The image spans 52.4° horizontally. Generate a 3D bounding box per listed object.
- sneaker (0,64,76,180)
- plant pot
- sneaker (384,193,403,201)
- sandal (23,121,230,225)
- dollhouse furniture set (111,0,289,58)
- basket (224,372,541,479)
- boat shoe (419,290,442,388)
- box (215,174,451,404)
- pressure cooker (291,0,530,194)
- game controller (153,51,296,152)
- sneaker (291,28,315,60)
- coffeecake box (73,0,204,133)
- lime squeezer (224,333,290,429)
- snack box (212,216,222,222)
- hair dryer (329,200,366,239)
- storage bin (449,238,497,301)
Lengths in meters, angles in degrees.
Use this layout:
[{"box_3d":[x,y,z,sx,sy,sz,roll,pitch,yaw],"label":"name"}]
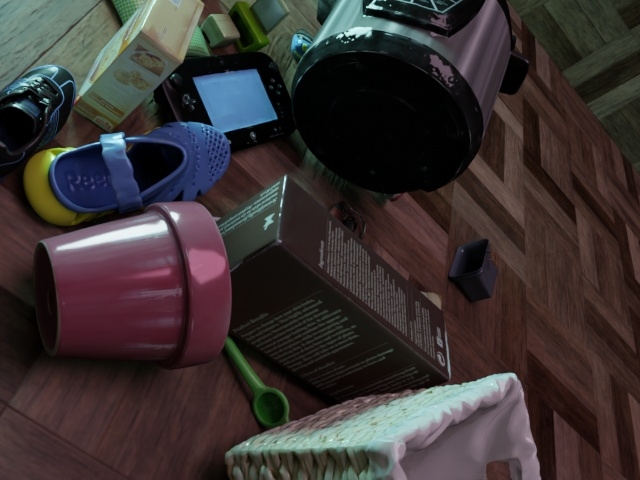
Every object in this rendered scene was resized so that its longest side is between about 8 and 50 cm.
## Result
[{"box_3d":[-0.360,-0.159,0.810,0.081,0.090,0.232,40,41,-25],"label":"sneaker"},{"box_3d":[-0.225,0.057,0.754,0.180,0.201,0.202,-4,69,-34],"label":"plant pot"},{"box_3d":[0.124,-0.186,1.420,0.092,0.088,0.226,-4,66,-33],"label":"sneaker"},{"box_3d":[-0.223,-0.097,0.878,0.317,0.138,0.126,-31,105,-52],"label":"sandal"},{"box_3d":[-0.204,-0.428,1.125,0.301,0.151,0.198,-30,90,-53],"label":"dollhouse furniture set"},{"box_3d":[0.101,0.360,0.805,0.331,0.266,0.329,-5,83,-50],"label":"basket"},{"box_3d":[0.162,0.214,1.178,0.098,0.109,0.302,11,48,3],"label":"boat shoe"},{"box_3d":[0.005,0.099,0.959,0.381,0.191,0.143,40,36,-33],"label":"box"},{"box_3d":[0.167,-0.347,1.257,0.370,0.375,0.421,48,51,-29],"label":"pressure cooker"},{"box_3d":[-0.153,-0.239,1.130,0.319,0.067,0.167,-30,90,-53],"label":"game controller"},{"box_3d":[0.016,-0.409,1.442,0.188,0.067,0.078,23,56,-36],"label":"sneaker"},{"box_3d":[-0.258,-0.261,0.920,0.068,0.185,0.143,35,43,-30],"label":"coffeecake box"},{"box_3d":[-0.045,0.238,0.941,0.310,0.058,0.110,43,40,-21],"label":"lime squeezer"},{"box_3d":[-0.151,-0.003,1.007,0.178,0.022,0.064,7,62,-48],"label":"snack box"},{"box_3d":[0.000,0.000,1.165,0.293,0.080,0.224,27,32,-44],"label":"hair dryer"},{"box_3d":[0.372,0.073,1.520,0.091,0.098,0.135,57,35,-21],"label":"storage bin"}]
